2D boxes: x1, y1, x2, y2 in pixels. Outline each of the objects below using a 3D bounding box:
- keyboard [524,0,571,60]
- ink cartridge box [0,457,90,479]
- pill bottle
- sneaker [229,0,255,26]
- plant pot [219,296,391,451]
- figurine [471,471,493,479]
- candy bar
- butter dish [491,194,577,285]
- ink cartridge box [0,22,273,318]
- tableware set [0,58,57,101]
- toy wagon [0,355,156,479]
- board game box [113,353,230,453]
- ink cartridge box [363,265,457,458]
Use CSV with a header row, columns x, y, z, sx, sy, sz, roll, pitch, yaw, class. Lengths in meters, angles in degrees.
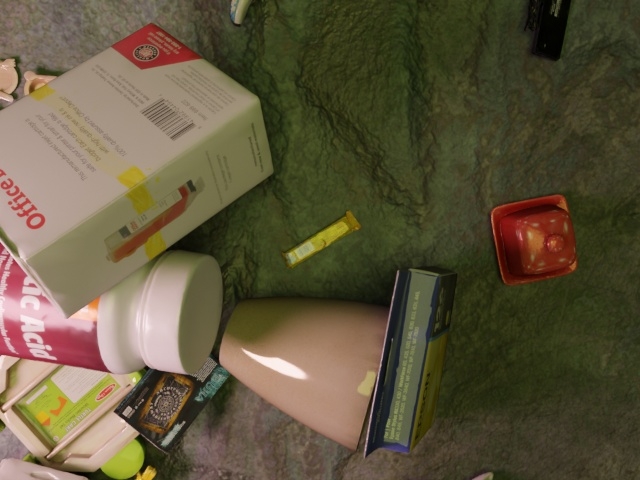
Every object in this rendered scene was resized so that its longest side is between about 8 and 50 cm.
x,y,z,sx,sy,sz,roll,pitch,yaw,class
0.433,-0.449,1.347,0.100,0.038,0.192,10,91,-30,keyboard
-0.507,0.506,1.221,0.160,0.093,0.220,17,115,-7,ink cartridge box
-0.372,0.092,1.121,0.391,0.224,0.224,6,93,11,pill bottle
-0.104,-0.470,1.260,0.082,0.071,0.191,21,91,-13,sneaker
-0.028,0.202,1.239,0.273,0.256,0.257,17,91,10,plant pot
0.262,0.566,1.360,0.209,0.092,0.215,-9,94,-14,figurine
0.000,0.000,1.323,0.161,0.018,0.040,-32,93,-3,candy bar
0.421,0.002,1.321,0.159,0.118,0.160,-11,95,-5,butter dish
-0.307,-0.116,1.030,0.384,0.160,0.279,-38,59,-21,ink cartridge box
-0.541,-0.237,1.246,0.141,0.020,0.169,9,93,-7,tableware set
-0.430,0.313,1.268,0.267,0.068,0.344,-40,97,-3,toy wagon
-0.262,0.271,1.260,0.126,0.026,0.186,49,67,-23,board game box
0.168,0.200,1.215,0.072,0.307,0.304,11,93,17,ink cartridge box
